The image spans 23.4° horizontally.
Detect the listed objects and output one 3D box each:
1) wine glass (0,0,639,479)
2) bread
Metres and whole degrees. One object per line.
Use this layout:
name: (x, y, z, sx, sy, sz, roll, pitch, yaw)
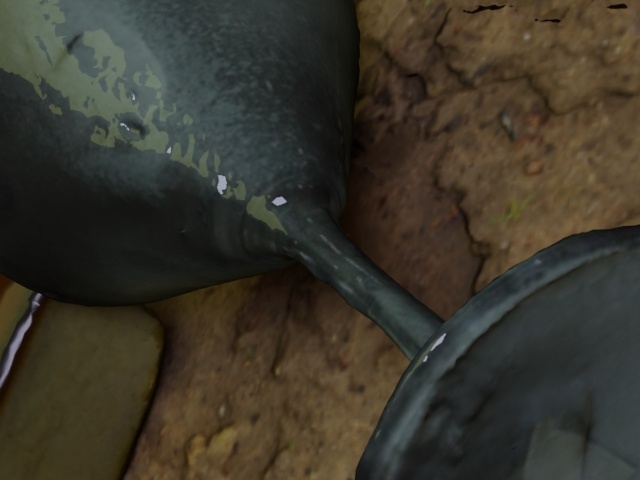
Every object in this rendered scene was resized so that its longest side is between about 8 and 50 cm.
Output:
wine glass: (0.000, 0.000, 0.733, 0.267, 0.267, 0.406, -59, 39, 7)
bread: (-0.272, 0.151, 1.068, 0.333, 0.143, 0.323, 7, 73, 54)
